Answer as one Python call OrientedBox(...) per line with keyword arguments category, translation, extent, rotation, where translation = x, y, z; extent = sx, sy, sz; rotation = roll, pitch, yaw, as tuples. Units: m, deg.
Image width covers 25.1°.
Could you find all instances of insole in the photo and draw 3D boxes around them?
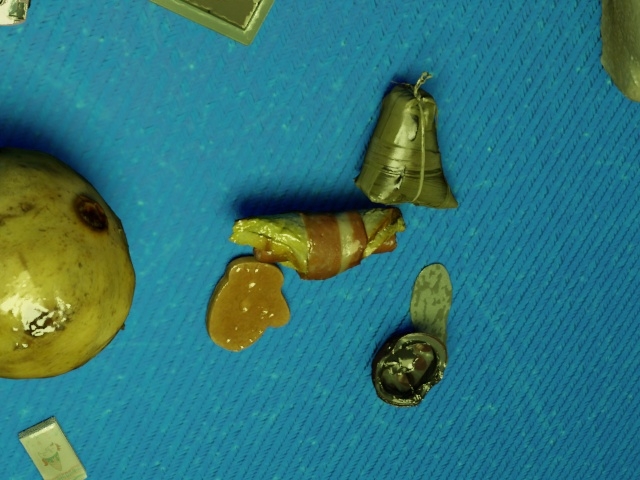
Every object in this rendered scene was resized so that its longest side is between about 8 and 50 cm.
OrientedBox(category="insole", translation=(0.161, 0.118, 2.082), extent=(0.065, 0.006, 0.193), rotation=(-12, 120, -15))

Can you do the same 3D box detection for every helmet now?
OrientedBox(category="helmet", translation=(0.122, 0.175, 2.059), extent=(0.098, 0.070, 0.123), rotation=(30, 100, -22))

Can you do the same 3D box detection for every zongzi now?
OrientedBox(category="zongzi", translation=(0.148, -0.133, 1.912), extent=(0.178, 0.081, 0.189), rotation=(7, 110, -38))

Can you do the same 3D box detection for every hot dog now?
OrientedBox(category="hot dog", translation=(0.000, 0.005, 1.892), extent=(0.262, 0.123, 0.093), rotation=(-3, 95, -20))

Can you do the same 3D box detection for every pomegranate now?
OrientedBox(category="pomegranate", translation=(-0.357, 0.029, 1.693), extent=(0.281, 0.281, 0.281), rotation=(-9, 119, -16))

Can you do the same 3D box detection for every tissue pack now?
OrientedBox(category="tissue pack", translation=(-0.366, 0.295, 1.967), extent=(0.056, 0.023, 0.108), rotation=(-27, 122, -5))

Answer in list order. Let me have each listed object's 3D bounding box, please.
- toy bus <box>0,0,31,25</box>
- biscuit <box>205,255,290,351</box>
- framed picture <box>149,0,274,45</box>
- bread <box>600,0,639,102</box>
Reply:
OrientedBox(category="toy bus", translation=(-0.354, -0.312, 1.645), extent=(0.052, 0.037, 0.130), rotation=(1, 115, -26))
OrientedBox(category="biscuit", translation=(-0.095, 0.089, 1.961), extent=(0.118, 0.023, 0.140), rotation=(20, 107, -28))
OrientedBox(category="framed picture", translation=(-0.154, -0.385, 1.692), extent=(0.296, 0.019, 0.232), rotation=(22, 107, -29))
OrientedBox(category="bread", translation=(0.429, -0.326, 1.850), extent=(0.102, 0.183, 0.337), rotation=(-11, 119, -6))
